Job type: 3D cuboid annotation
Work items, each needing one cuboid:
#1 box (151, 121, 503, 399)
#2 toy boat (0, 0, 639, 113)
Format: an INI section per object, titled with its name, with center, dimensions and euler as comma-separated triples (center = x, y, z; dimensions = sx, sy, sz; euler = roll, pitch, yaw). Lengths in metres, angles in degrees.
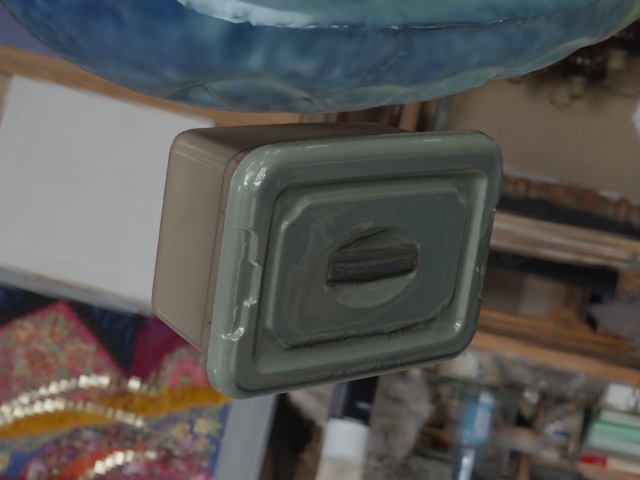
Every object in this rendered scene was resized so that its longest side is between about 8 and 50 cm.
[box]
center = 0.000, 0.000, 0.514
dimensions = 0.122, 0.089, 0.062
euler = -7, -158, -40
[toy boat]
center = -0.003, -0.145, 0.703
dimensions = 0.330, 0.215, 0.123
euler = -12, 155, -26
